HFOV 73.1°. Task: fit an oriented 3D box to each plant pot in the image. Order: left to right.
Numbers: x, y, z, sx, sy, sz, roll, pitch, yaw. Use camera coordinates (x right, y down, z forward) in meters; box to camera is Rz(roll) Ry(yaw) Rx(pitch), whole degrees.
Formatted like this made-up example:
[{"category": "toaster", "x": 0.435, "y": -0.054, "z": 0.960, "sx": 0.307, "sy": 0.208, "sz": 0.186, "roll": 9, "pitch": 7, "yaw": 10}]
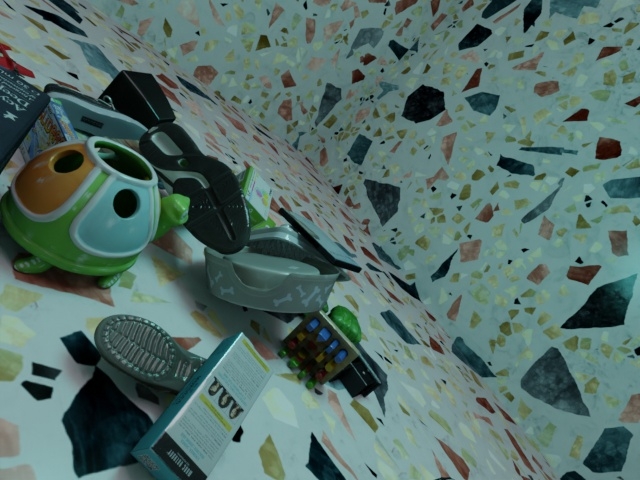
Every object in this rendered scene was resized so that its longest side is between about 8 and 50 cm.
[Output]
[{"category": "plant pot", "x": -0.587, "y": -0.413, "z": 1.391, "sx": 0.167, "sy": 0.187, "sz": 0.188, "roll": 48, "pitch": 17, "yaw": -7}]

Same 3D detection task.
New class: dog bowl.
[{"category": "dog bowl", "x": -0.129, "y": 0.094, "z": 1.107, "sx": 0.347, "sy": 0.103, "sz": 0.349, "roll": 10, "pitch": 6, "yaw": -1}]

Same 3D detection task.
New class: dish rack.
[{"category": "dish rack", "x": -0.085, "y": 0.041, "z": 1.366, "sx": 0.332, "sy": 0.073, "sz": 0.285, "roll": 31, "pitch": -25, "yaw": -37}]

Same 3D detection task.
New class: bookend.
[{"category": "bookend", "x": 0.077, "y": 0.377, "z": 1.240, "sx": 0.156, "sy": 0.072, "sz": 0.157, "roll": 52, "pitch": 18, "yaw": 25}]

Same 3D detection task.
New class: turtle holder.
[{"category": "turtle holder", "x": -0.406, "y": -0.054, "z": 0.832, "sx": 0.320, "sy": 0.227, "sz": 0.243, "roll": 33, "pitch": 19, "yaw": -35}]

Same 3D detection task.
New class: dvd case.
[{"category": "dvd case", "x": 0.000, "y": 0.000, "z": 1.281, "sx": 0.253, "sy": 0.022, "sz": 0.180, "roll": 44, "pitch": 11, "yaw": 29}]

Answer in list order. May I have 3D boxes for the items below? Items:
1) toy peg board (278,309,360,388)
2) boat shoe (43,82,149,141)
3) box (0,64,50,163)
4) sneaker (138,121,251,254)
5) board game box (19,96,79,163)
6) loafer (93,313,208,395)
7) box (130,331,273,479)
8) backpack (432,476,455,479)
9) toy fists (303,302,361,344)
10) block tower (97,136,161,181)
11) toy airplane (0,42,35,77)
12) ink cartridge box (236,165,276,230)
[{"category": "toy peg board", "x": -0.015, "y": 0.287, "z": 1.105, "sx": 0.161, "sy": 0.161, "sz": 0.079, "roll": 47, "pitch": 31, "yaw": 7}, {"category": "boat shoe", "x": -0.633, "y": -0.354, "z": 1.249, "sx": 0.306, "sy": 0.113, "sz": 0.105, "roll": 14, "pitch": 42, "yaw": -42}, {"category": "box", "x": -0.618, "y": -0.158, "z": 0.598, "sx": 0.293, "sy": 0.212, "sz": 0.396, "roll": 34, "pitch": 19, "yaw": -34}, {"category": "sneaker", "x": -0.302, "y": -0.100, "z": 1.163, "sx": 0.448, "sy": 0.169, "sz": 0.258, "roll": 50, "pitch": -14, "yaw": 26}, {"category": "board game box", "x": -0.583, "y": -0.199, "z": 0.931, "sx": 0.201, "sy": 0.136, "sz": 0.035, "roll": 52, "pitch": 17, "yaw": 27}, {"category": "loafer", "x": -0.278, "y": 0.218, "z": 0.739, "sx": 0.251, "sy": 0.087, "sz": 0.095, "roll": 43, "pitch": 40, "yaw": -26}, {"category": "box", "x": -0.177, "y": 0.270, "z": 0.701, "sx": 0.101, "sy": 0.060, "sz": 0.244, "roll": 54, "pitch": 36, "yaw": -12}, {"category": "backpack", "x": 0.232, "y": 0.580, "z": 0.902, "sx": 0.151, "sy": 0.182, "sz": 0.115, "roll": 29, "pitch": 21, "yaw": -45}, {"category": "toy fists", "x": 0.019, "y": 0.240, "z": 1.409, "sx": 0.279, "sy": 0.096, "sz": 0.142, "roll": 41, "pitch": 6, "yaw": -7}, {"category": "block tower", "x": -0.517, "y": -0.229, "z": 1.263, "sx": 0.091, "sy": 0.097, "sz": 0.335, "roll": 45, "pitch": 14, "yaw": 2}, {"category": "toy airplane", "x": -0.869, "y": -0.506, "z": 1.197, "sx": 0.151, "sy": 0.028, "sz": 0.151, "roll": 42, "pitch": 14, "yaw": -13}, {"category": "ink cartridge box", "x": -0.215, "y": -0.107, "z": 1.541, "sx": 0.255, "sy": 0.096, "sz": 0.189, "roll": 48, "pitch": 27, "yaw": -31}]
